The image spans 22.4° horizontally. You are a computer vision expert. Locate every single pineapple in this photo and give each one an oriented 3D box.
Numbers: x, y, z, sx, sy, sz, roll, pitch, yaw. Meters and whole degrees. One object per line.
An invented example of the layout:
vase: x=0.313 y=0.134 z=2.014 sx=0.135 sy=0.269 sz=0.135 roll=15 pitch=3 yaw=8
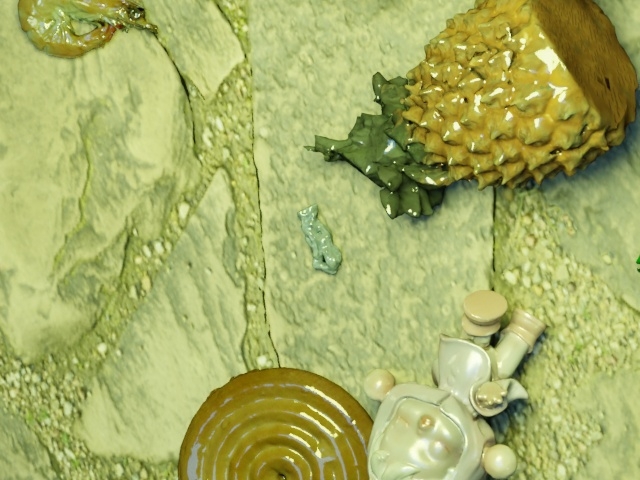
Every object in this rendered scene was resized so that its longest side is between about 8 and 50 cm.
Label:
pineapple: x=0.148 y=-0.128 z=1.745 sx=0.357 sy=0.223 sz=0.223 roll=-26 pitch=84 yaw=32

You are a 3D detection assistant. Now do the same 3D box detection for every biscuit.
biscuit: x=-0.046 y=0.275 z=1.877 sx=0.262 sy=0.037 sz=0.262 roll=1 pitch=92 yaw=15

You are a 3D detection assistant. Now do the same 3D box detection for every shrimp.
shrimp: x=-0.280 y=-0.263 z=1.924 sx=0.180 sy=0.041 sz=0.099 roll=11 pitch=95 yaw=14

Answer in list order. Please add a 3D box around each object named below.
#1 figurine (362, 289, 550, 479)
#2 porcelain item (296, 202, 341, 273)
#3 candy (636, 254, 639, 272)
figurine: x=0.146 y=0.188 z=1.779 sx=0.200 sy=0.133 sz=0.276 roll=32 pitch=94 yaw=24
porcelain item: x=0.000 y=0.000 z=1.864 sx=0.036 sy=0.028 sz=0.083 roll=-23 pitch=87 yaw=31
candy: x=0.400 y=-0.009 z=1.681 sx=0.141 sy=0.203 sz=0.078 roll=13 pitch=63 yaw=18
